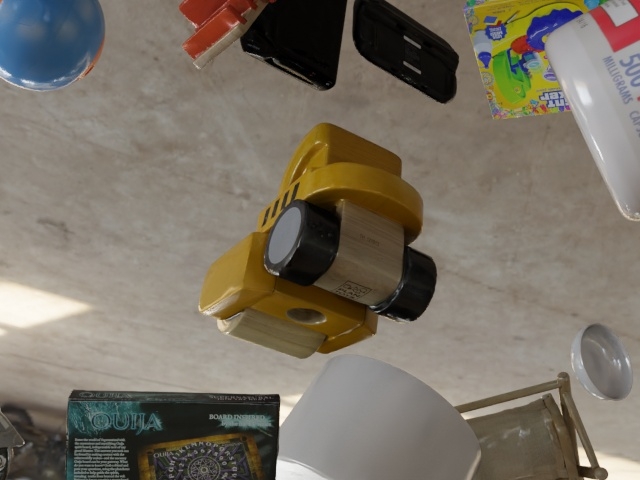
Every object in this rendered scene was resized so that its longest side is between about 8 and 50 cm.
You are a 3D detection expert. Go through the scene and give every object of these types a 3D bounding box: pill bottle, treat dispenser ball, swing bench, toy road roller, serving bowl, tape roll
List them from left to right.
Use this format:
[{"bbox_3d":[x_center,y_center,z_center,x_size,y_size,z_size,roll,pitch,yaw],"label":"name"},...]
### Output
[{"bbox_3d":[-0.625,-0.478,1.641,0.288,0.288,0.288,7,154,4],"label":"treat dispenser ball"},{"bbox_3d":[0.000,0.000,0.990,0.202,0.241,0.329,23,147,-25],"label":"toy road roller"},{"bbox_3d":[0.060,0.289,0.940,0.246,0.169,0.246,26,144,20],"label":"tape roll"},{"bbox_3d":[0.290,0.358,1.164,0.253,0.165,0.255,-15,144,5],"label":"swing bench"},{"bbox_3d":[0.293,0.131,0.783,0.083,0.083,0.027,23,146,-26],"label":"serving bowl"},{"bbox_3d":[0.456,-0.198,0.731,0.407,0.229,0.229,-26,141,20],"label":"pill bottle"}]

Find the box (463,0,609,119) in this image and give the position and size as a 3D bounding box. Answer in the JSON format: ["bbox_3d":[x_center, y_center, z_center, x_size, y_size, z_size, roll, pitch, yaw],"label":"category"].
[{"bbox_3d":[0.488,-0.429,1.547,0.290,0.177,0.279,-2,134,30],"label":"box"}]

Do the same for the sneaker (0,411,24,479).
[{"bbox_3d":[-0.532,0.348,1.068,0.132,0.228,0.086,52,168,-10],"label":"sneaker"}]

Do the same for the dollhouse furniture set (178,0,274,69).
[{"bbox_3d":[-0.147,-0.298,0.656,0.262,0.135,0.259,-26,117,39],"label":"dollhouse furniture set"}]

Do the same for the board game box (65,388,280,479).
[{"bbox_3d":[-0.132,0.199,0.666,0.186,0.126,0.026,3,-172,-8],"label":"board game box"}]

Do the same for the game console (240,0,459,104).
[{"bbox_3d":[0.059,-0.277,0.993,0.361,0.213,0.044,20,160,-35],"label":"game console"}]
